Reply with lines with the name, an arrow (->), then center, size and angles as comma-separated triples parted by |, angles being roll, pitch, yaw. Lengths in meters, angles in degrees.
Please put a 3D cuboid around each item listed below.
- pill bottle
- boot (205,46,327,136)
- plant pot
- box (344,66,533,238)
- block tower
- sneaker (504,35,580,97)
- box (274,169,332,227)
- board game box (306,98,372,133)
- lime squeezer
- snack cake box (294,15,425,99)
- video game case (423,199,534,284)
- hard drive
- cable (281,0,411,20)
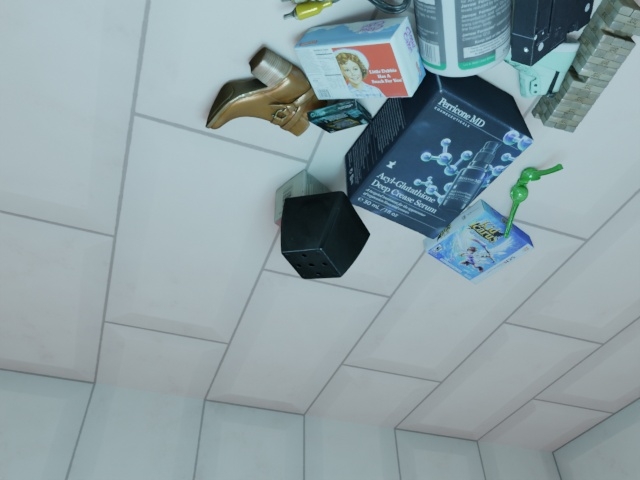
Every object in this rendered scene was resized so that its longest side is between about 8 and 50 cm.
pill bottle -> 0.288, -0.543, 1.121 | 0.204, 0.204, 0.361 | -10, 136, 8
boot -> -0.142, -0.339, 1.412 | 0.220, 0.109, 0.283 | 32, 120, -35
plant pot -> 0.000, 0.000, 1.454 | 0.188, 0.167, 0.187 | -6, 140, 31
box -> 0.289, -0.238, 1.434 | 0.293, 0.212, 0.395 | 21, 131, -21
block tower -> 0.655, -0.420, 1.340 | 0.091, 0.097, 0.335 | 10, 136, -11
sneaker -> 0.480, -0.415, 1.326 | 0.255, 0.094, 0.151 | 3, 129, -2
box -> -0.013, -0.074, 1.642 | 0.127, 0.149, 0.232 | -33, 127, 29
board game box -> 0.054, -0.313, 1.392 | 0.126, 0.026, 0.186 | -11, 178, 17
lime squeezer -> 0.616, -0.142, 1.621 | 0.058, 0.110, 0.310 | -5, 144, -22
snack cake box -> 0.088, -0.411, 1.251 | 0.264, 0.089, 0.152 | 10, 145, 36
video game case -> 0.523, 0.013, 1.811 | 0.269, 0.061, 0.244 | 30, 127, -28
hard drive -> 0.489, -0.564, 1.115 | 0.237, 0.064, 0.339 | -39, 141, -21
cable -> 0.052, -0.554, 1.185 | 0.287, 0.072, 0.140 | 1, 102, 3
